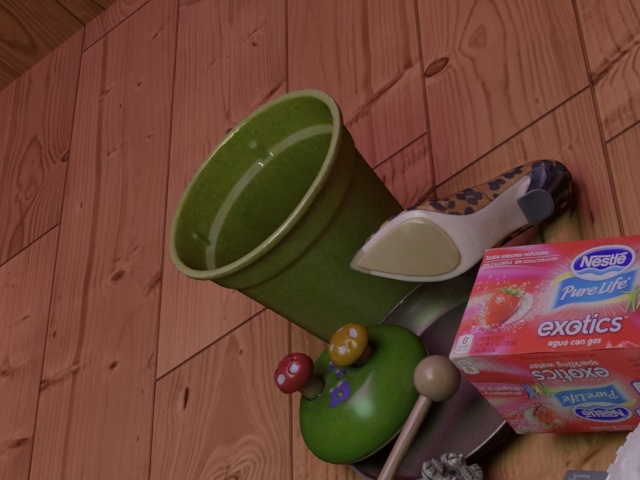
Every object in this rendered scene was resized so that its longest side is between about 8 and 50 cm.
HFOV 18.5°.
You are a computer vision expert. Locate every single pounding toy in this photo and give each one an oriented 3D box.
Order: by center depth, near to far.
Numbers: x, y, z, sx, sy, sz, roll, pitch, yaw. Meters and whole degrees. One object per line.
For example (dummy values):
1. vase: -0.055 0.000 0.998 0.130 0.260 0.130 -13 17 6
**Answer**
1. pounding toy: 0.034 0.159 2.233 0.183 0.110 0.237 -53 30 -6

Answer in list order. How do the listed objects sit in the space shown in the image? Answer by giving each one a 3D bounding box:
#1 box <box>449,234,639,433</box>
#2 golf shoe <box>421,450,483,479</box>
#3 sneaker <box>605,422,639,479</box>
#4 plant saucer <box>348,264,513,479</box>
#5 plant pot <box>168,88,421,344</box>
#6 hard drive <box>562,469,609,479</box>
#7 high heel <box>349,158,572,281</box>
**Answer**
1. box: 0.304 0.095 1.967 0.300 0.154 0.142 -7 49 39
2. golf shoe: 0.166 0.302 2.061 0.176 0.069 0.086 50 143 45
3. sneaker: 0.312 0.277 1.876 0.095 0.090 0.235 7 64 41
4. plant saucer: 0.152 0.154 2.241 0.311 0.050 0.310 -34 33 26
5. plant pot: 0.000 0.000 2.408 0.276 0.254 0.276 -34 33 25
6. hard drive: 0.261 0.293 1.967 0.094 0.022 0.135 -5 51 50
7. high heel: 0.170 -0.022 2.317 0.261 0.093 0.186 -19 7 18
